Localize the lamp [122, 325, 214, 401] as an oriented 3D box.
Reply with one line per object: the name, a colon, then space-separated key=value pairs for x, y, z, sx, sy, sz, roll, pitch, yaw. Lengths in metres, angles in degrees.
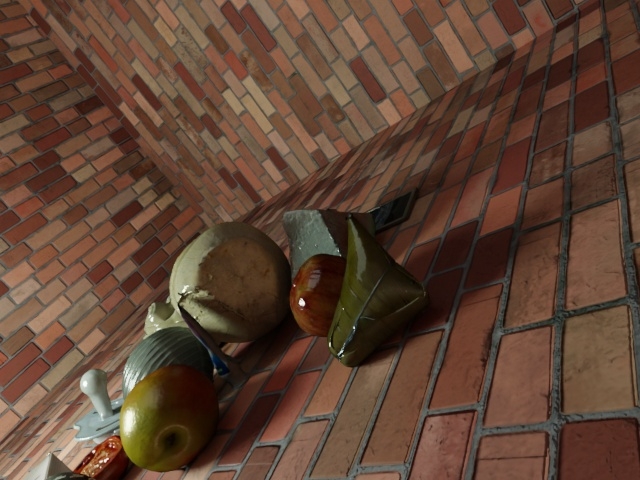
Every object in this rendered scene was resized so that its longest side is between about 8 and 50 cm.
lamp: x=-0.403 y=0.364 z=1.301 sx=0.265 sy=0.233 sz=0.233 roll=-43 pitch=16 yaw=-30

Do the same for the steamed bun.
steamed bun: x=-0.460 y=0.271 z=1.653 sx=0.324 sy=0.219 sz=0.310 roll=-39 pitch=26 yaw=3

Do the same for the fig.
fig: x=0.027 y=0.126 z=1.111 sx=0.205 sy=0.205 sz=0.205 roll=-35 pitch=15 yaw=11

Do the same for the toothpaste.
toothpaste: x=-0.283 y=0.264 z=1.237 sx=0.061 sy=0.266 sz=0.096 roll=-39 pitch=14 yaw=-14

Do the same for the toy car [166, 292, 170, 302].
toy car: x=-0.471 y=0.243 z=1.925 sx=0.270 sy=0.181 sz=0.212 roll=-37 pitch=25 yaw=0

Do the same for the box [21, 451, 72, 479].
box: x=-0.816 y=0.743 z=1.360 sx=0.203 sy=0.106 sz=0.251 roll=-42 pitch=15 yaw=-20

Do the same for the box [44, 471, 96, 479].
box: x=-0.582 y=0.628 z=1.094 sx=0.151 sy=0.151 sz=0.135 roll=-34 pitch=23 yaw=13

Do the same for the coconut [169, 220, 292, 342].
coconut: x=-0.258 y=0.127 z=1.417 sx=0.346 sy=0.346 sz=0.360 roll=-43 pitch=7 yaw=-17

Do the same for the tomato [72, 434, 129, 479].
tomato: x=-0.566 y=0.599 z=1.252 sx=0.174 sy=0.082 sz=0.166 roll=-42 pitch=19 yaw=-30

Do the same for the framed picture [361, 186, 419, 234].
framed picture: x=0.199 y=-0.072 z=1.593 sx=0.259 sy=0.023 sz=0.189 roll=-25 pitch=22 yaw=37

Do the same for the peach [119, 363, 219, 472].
peach: x=-0.340 y=0.397 z=1.099 sx=0.230 sy=0.231 sz=0.231 roll=-35 pitch=15 yaw=11

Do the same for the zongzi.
zongzi: x=0.061 y=0.099 z=0.986 sx=0.228 sy=0.256 sz=0.115 roll=-41 pitch=-17 yaw=2

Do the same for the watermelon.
watermelon: x=0.000 y=0.000 z=1.377 sx=0.228 sy=0.258 sz=0.387 roll=-27 pitch=22 yaw=43

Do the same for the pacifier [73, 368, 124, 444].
pacifier: x=-0.659 y=0.500 z=1.504 sx=0.238 sy=0.226 sz=0.287 roll=-24 pitch=10 yaw=-23
